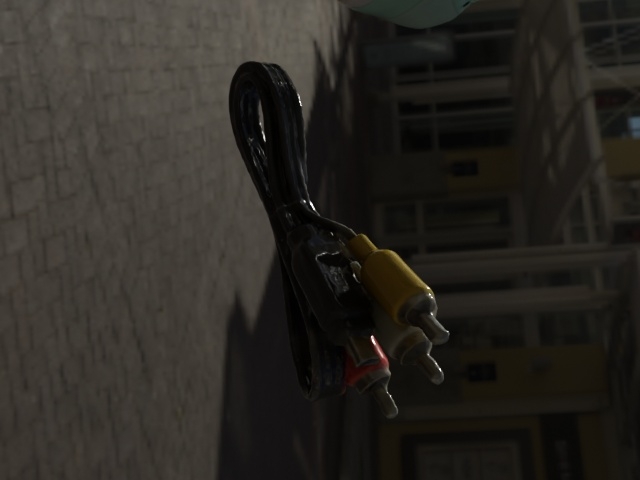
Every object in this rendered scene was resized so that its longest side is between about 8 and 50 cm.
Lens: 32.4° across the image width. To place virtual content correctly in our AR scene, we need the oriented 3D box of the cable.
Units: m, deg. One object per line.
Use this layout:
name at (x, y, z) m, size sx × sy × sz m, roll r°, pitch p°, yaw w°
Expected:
cable at (0.000, 0.000, 0.813) m, size 0.287 × 0.072 × 0.139 m, roll 66°, pitch -35°, yaw 32°

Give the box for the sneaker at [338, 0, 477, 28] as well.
sneaker at (0.140, -0.293, 1.037) m, size 0.151 × 0.256 × 0.094 m, roll 10°, pitch 55°, yaw -55°
